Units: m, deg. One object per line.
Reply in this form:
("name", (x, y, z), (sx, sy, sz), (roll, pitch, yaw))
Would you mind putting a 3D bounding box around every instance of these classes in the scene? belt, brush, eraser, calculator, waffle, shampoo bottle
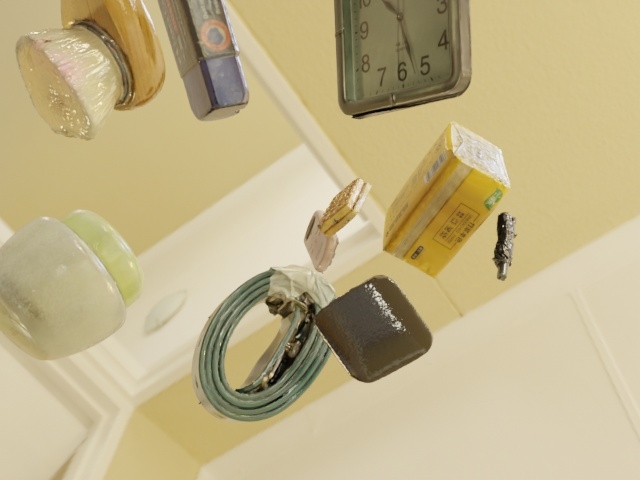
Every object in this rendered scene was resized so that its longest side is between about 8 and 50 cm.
("belt", (-0.142, 0.258, 1.923), (0.436, 0.300, 0.173), (-53, -172, -25))
("brush", (-0.353, -0.299, 1.127), (0.174, 0.266, 0.166), (22, -137, 33))
("eraser", (-0.248, -0.419, 1.565), (0.102, 0.332, 0.155), (-16, -178, -28))
("calculator", (0.000, 0.000, 1.759), (0.175, 0.032, 0.100), (-116, -137, -56))
("waffle", (0.054, -0.075, 1.669), (0.102, 0.042, 0.148), (-39, -168, 30))
("shampoo bottle", (-0.600, 0.104, 1.752), (0.317, 0.322, 0.322), (-37, -164, -30))

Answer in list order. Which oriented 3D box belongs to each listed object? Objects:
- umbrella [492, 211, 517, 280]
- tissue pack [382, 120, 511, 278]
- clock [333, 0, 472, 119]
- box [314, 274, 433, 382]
("umbrella", (0.546, 0.019, 2.249), (0.059, 0.066, 0.235), (111, -3, -56))
("tissue pack", (0.375, -0.123, 2.288), (0.382, 0.228, 0.293), (-54, -168, 29))
("clock", (0.121, -0.337, 1.148), (0.049, 0.278, 0.273), (-3, -178, -38))
("box", (0.111, 0.189, 1.597), (0.212, 0.201, 0.042), (-37, 175, 21))
